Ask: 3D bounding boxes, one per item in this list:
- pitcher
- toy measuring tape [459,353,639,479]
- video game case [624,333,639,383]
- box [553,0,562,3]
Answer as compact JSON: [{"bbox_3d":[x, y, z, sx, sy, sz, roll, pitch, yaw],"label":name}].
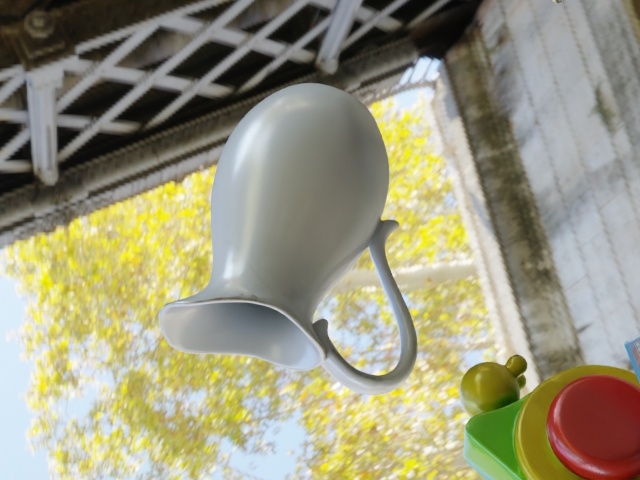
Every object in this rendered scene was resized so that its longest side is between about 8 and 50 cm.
[{"bbox_3d":[0.000,0.000,0.787,0.178,0.125,0.207,23,-123,-8],"label":"pitcher"},{"bbox_3d":[0.221,0.172,0.670,0.121,0.121,0.330,-36,-124,-23],"label":"toy measuring tape"},{"bbox_3d":[0.263,0.073,0.600,0.015,0.166,0.119,29,-142,-48],"label":"video game case"},{"bbox_3d":[0.283,-0.329,0.880,0.322,0.079,0.257,-23,-142,2],"label":"box"}]
